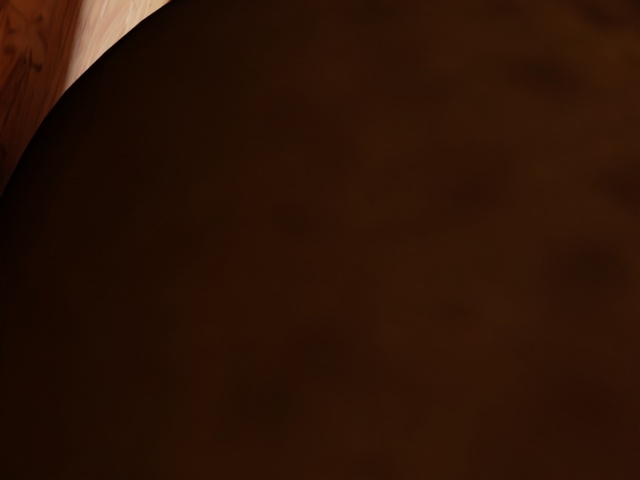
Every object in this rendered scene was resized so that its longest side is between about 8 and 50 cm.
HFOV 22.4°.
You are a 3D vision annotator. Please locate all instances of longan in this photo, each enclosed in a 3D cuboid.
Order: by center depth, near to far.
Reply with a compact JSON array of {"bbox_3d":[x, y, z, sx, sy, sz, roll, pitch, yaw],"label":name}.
[{"bbox_3d":[0.027,0.074,0.579,0.361,0.361,0.361,16,90,-89],"label":"longan"}]
